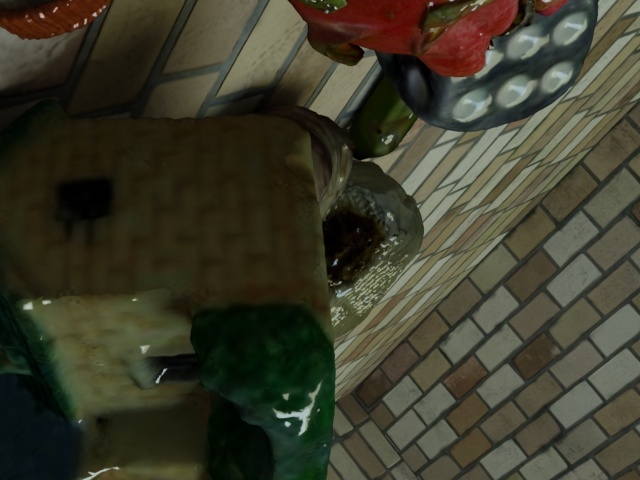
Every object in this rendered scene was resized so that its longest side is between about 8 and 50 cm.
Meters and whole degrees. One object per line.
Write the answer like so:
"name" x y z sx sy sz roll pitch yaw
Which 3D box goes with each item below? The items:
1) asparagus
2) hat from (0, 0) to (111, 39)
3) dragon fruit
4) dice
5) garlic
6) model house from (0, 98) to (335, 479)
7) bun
"asparagus" 0.129 -0.224 1.237 0.085 0.082 0.343 11 140 -22
"hat" -0.189 -0.198 0.572 0.112 0.093 0.162 -48 147 -2
"dragon fruit" 0.085 -0.259 0.733 0.305 0.225 0.305 -34 166 -10
"dice" 0.162 -0.234 0.995 0.182 0.183 0.181 -21 147 -15
"garlic" -0.071 -0.055 1.124 0.245 0.161 0.245 -56 168 -18
"model house" -0.176 0.097 0.852 0.343 0.334 0.382 -1 142 -6
"bun" 0.005 0.003 1.366 0.282 0.205 0.281 -36 156 -19
